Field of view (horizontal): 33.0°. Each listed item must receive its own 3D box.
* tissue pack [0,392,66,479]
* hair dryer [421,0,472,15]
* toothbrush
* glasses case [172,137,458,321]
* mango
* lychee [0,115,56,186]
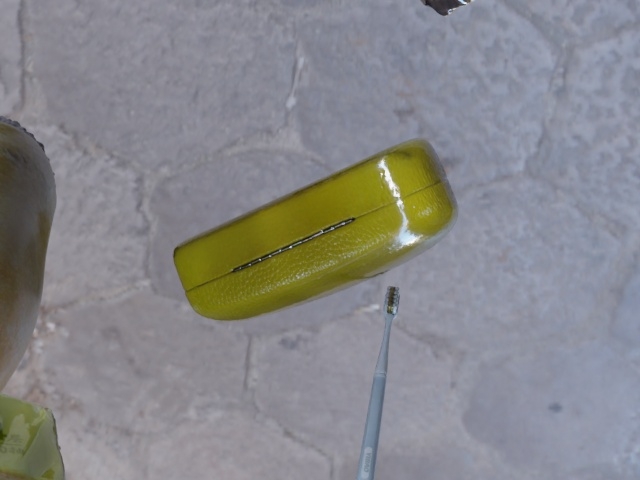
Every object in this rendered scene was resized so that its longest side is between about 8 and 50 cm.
[{"bbox_3d":[-0.255,0.135,0.500,0.234,0.125,0.159,24,104,-30],"label":"tissue pack"},{"bbox_3d":[0.025,-0.254,0.620,0.203,0.128,0.362,17,158,36],"label":"hair dryer"},{"bbox_3d":[0.080,0.205,1.470,0.025,0.342,0.030,7,143,6],"label":"toothbrush"},{"bbox_3d":[0.000,0.000,1.361,0.371,0.173,0.141,-23,92,24],"label":"glasses case"},{"bbox_3d":[-0.334,0.036,0.874,0.221,0.384,0.199,29,140,-2],"label":"mango"},{"bbox_3d":[-0.696,-0.083,2.028,0.380,0.380,0.432,17,123,-9],"label":"lychee"}]
